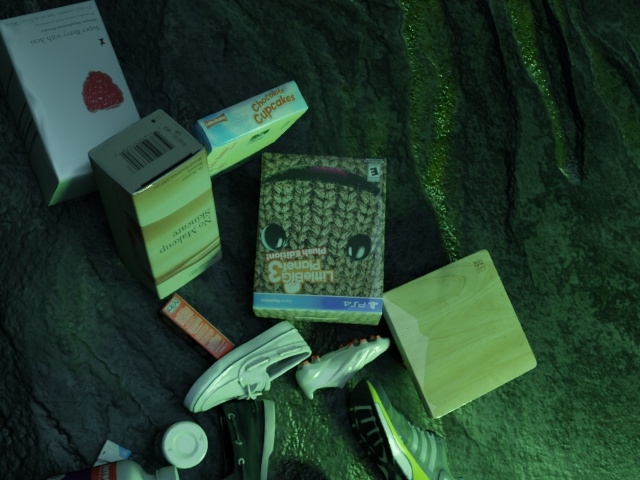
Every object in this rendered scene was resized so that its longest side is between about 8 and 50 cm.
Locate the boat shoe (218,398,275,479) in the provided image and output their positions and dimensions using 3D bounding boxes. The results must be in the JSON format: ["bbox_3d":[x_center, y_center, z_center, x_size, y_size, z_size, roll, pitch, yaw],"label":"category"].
[{"bbox_3d":[-0.149,0.423,1.654,0.113,0.127,0.340,12,58,-11],"label":"boat shoe"}]

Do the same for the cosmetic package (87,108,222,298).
[{"bbox_3d":[-0.271,-0.055,1.637,0.153,0.296,0.129,-37,62,-22],"label":"cosmetic package"}]

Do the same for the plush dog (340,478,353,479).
[{"bbox_3d":[-0.010,0.527,1.655,0.211,0.225,0.262,19,73,-16],"label":"plush dog"}]

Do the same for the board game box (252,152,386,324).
[{"bbox_3d":[0.000,0.000,1.786,0.232,0.141,0.291,2,77,0],"label":"board game box"}]

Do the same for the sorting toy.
[{"bbox_3d":[0.256,0.184,1.907,0.257,0.089,0.255,-22,87,-24],"label":"sorting toy"}]

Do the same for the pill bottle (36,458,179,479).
[{"bbox_3d":[-0.376,0.454,1.526,0.323,0.181,0.181,-13,83,-9],"label":"pill bottle"}]

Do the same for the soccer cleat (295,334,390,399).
[{"bbox_3d":[0.047,0.237,1.833,0.196,0.068,0.076,-20,91,-16],"label":"soccer cleat"}]

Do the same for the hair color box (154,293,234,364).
[{"bbox_3d":[-0.227,0.161,1.739,0.141,0.072,0.043,43,68,-6],"label":"hair color box"}]

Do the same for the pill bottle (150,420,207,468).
[{"bbox_3d":[-0.246,0.350,1.654,0.078,0.137,0.078,5,76,-20],"label":"pill bottle"}]

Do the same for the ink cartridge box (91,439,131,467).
[{"bbox_3d":[-0.366,0.390,1.659,0.048,0.028,0.083,29,70,-12],"label":"ink cartridge box"}]

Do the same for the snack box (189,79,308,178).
[{"bbox_3d":[-0.161,-0.172,1.701,0.187,0.322,0.060,-27,89,-24],"label":"snack box"}]

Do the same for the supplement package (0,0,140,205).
[{"bbox_3d":[-0.436,-0.237,1.691,0.177,0.175,0.293,-21,86,-25],"label":"supplement package"}]

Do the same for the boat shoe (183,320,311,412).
[{"bbox_3d":[-0.124,0.237,1.727,0.258,0.095,0.084,-34,66,-29],"label":"boat shoe"}]

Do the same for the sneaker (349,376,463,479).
[{"bbox_3d":[0.161,0.383,1.831,0.121,0.111,0.300,-33,97,-34],"label":"sneaker"}]
